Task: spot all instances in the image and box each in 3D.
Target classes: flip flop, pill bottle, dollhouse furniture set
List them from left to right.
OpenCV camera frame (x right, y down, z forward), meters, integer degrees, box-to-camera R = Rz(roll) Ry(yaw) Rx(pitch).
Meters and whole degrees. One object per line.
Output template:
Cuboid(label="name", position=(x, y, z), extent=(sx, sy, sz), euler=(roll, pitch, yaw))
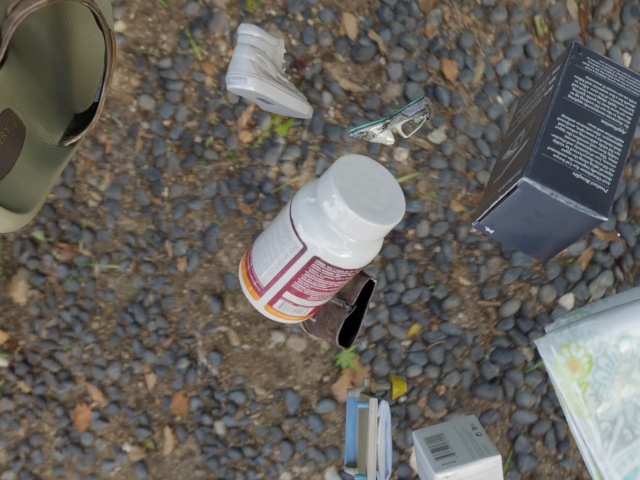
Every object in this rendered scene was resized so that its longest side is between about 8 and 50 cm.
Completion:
Cuboid(label="flip flop", position=(-0.179, -0.118, 0.585), extent=(0.080, 0.277, 0.112), euler=(-27, 125, 25))
Cuboid(label="pill bottle", position=(0.000, 0.000, 1.077), extent=(0.121, 0.121, 0.221), euler=(54, 134, 11))
Cuboid(label="dollhouse furniture set", position=(0.145, 0.351, 1.329), extent=(0.198, 0.286, 0.303), euler=(2, 82, -3))

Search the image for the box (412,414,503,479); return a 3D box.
Cuboid(label="box", position=(0.196, 0.320, 1.268), extent=(0.102, 0.101, 0.087), euler=(-13, 116, -8))

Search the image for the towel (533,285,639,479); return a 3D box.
Cuboid(label="towel", position=(0.464, 0.181, 0.981), extent=(0.375, 0.090, 0.320), euler=(-23, 96, 17))

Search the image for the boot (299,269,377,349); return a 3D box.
Cuboid(label="boot", position=(0.050, 0.047, 1.445), extent=(0.090, 0.207, 0.248), euler=(25, 87, -23))

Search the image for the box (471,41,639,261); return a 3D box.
Cuboid(label="box", position=(0.283, -0.101, 1.060), extent=(0.108, 0.153, 0.207), euler=(26, 68, -4))

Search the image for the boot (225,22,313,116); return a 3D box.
Cuboid(label="boot", position=(-0.076, -0.298, 1.584), extent=(0.095, 0.258, 0.123), euler=(9, 88, 22))

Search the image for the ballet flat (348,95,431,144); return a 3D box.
Cuboid(label="ballet flat", position=(0.089, -0.139, 1.093), extent=(0.114, 0.041, 0.041), euler=(-27, 81, -17))
